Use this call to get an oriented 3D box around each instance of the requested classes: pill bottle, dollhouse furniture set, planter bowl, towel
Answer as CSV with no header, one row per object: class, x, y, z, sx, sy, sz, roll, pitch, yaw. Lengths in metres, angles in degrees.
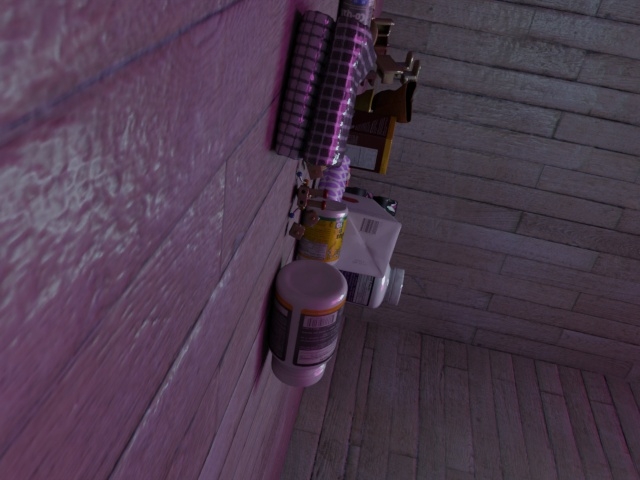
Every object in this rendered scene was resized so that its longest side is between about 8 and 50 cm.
pill bottle,0.082,-0.527,1.368,0.078,0.078,0.137,-72,173,-53
dollhouse furniture set,0.227,-0.679,2.076,0.242,0.212,0.161,-111,-157,-46
planter bowl,0.141,-0.485,2.208,0.217,0.090,0.217,13,90,-87
pill bottle,0.107,0.120,1.913,0.181,0.323,0.181,12,90,-86
pill bottle,0.000,0.000,1.542,0.117,0.117,0.208,-67,169,-69
towel,0.016,-0.249,0.998,0.284,0.121,0.235,-59,162,-78
pill bottle,-0.036,0.195,1.324,0.162,0.162,0.278,-72,173,-55

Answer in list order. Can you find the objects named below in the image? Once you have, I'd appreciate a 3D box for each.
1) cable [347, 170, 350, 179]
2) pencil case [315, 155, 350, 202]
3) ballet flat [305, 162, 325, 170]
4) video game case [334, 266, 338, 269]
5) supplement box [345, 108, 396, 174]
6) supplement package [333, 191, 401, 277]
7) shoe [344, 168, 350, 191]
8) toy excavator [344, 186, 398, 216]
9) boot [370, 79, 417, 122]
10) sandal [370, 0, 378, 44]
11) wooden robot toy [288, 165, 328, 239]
cable,0.089,-0.278,2.239,0.287,0.072,0.139,-71,171,-60
pencil case,0.023,-0.154,1.637,0.086,0.088,0.206,43,57,-61
ballet flat,-0.005,-0.195,1.375,0.067,0.073,0.206,-51,178,10
video game case,-0.033,0.186,1.610,0.183,0.023,0.201,-29,-144,44
supplement box,0.141,-0.336,1.921,0.191,0.194,0.129,-72,172,-54
supplement package,0.098,-0.031,1.755,0.293,0.177,0.175,-123,-133,-68
shoe,0.091,-0.270,2.405,0.178,0.063,0.081,-81,180,-60
toy excavator,0.109,-0.067,2.283,0.433,0.445,0.222,16,86,-42
boot,0.263,-0.417,2.052,0.280,0.096,0.264,-160,-99,-70
sandal,0.110,-0.638,1.628,0.079,0.088,0.240,47,40,-46
wooden robot toy,-0.027,-0.091,1.279,0.079,0.076,0.173,-105,-154,-75
